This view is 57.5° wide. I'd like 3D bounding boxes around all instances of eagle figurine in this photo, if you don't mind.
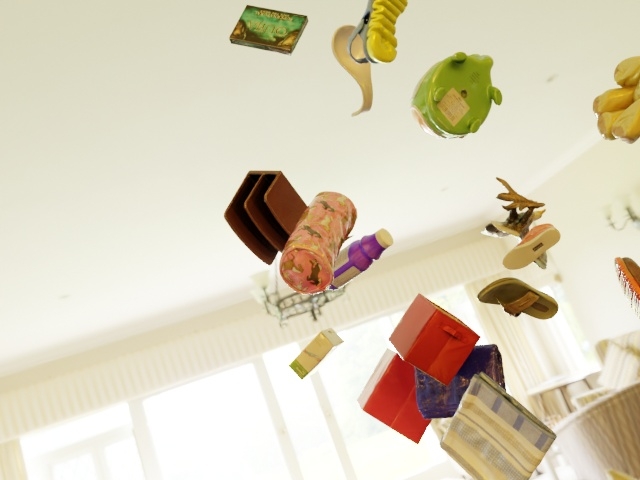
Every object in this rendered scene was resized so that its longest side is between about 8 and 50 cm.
[{"bbox_3d":[0.669,-0.037,1.964,0.225,0.226,0.298,-2,-43,7],"label":"eagle figurine"}]

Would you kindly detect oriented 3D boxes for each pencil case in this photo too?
[{"bbox_3d":[0.000,0.000,1.692,0.386,0.167,0.160,-62,-5,-58],"label":"pencil case"}]

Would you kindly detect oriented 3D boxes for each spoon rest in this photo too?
[{"bbox_3d":[0.111,-0.527,1.808,0.137,0.276,0.084,-23,18,-28],"label":"spoon rest"}]

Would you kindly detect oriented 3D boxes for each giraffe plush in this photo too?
[{"bbox_3d":[0.628,-0.248,1.043,0.171,0.181,0.210,21,-44,-13],"label":"giraffe plush"}]

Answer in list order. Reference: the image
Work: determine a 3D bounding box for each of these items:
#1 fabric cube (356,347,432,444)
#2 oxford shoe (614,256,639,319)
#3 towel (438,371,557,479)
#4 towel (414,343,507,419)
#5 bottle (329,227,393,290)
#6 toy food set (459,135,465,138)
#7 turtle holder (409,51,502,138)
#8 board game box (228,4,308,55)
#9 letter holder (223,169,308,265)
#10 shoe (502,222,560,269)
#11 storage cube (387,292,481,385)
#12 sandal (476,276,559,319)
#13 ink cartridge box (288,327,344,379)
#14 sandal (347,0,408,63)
[{"bbox_3d":[0.324,0.609,2.316,0.258,0.259,0.254,-58,-2,-8],"label":"fabric cube"},{"bbox_3d":[0.689,0.131,1.157,0.098,0.271,0.097,-29,-34,7],"label":"oxford shoe"},{"bbox_3d":[0.380,0.445,1.296,0.034,0.209,0.285,-24,-39,-36],"label":"towel"},{"bbox_3d":[0.457,0.470,1.943,0.308,0.227,0.076,-17,-22,35],"label":"towel"},{"bbox_3d":[0.119,0.059,1.942,0.283,0.092,0.118,-38,23,32],"label":"bottle"},{"bbox_3d":[0.489,-0.488,2.259,0.232,0.111,0.104,23,-24,-11],"label":"toy food set"},{"bbox_3d":[0.410,-0.474,1.844,0.244,0.320,0.227,15,-6,-22],"label":"turtle holder"},{"bbox_3d":[-0.141,-0.574,1.589,0.186,0.126,0.026,16,-21,16],"label":"board game box"},{"bbox_3d":[-0.161,-0.062,1.993,0.152,0.214,0.302,6,-33,38],"label":"letter holder"},{"bbox_3d":[0.599,0.017,1.671,0.178,0.063,0.081,-37,7,19],"label":"shoe"},{"bbox_3d":[0.361,0.314,1.879,0.193,0.184,0.215,-57,14,3],"label":"storage cube"},{"bbox_3d":[0.635,0.197,1.838,0.303,0.086,0.120,17,-50,-17],"label":"sandal"},{"bbox_3d":[-0.015,0.479,2.485,0.212,0.093,0.154,-49,-15,12],"label":"ink cartridge box"},{"bbox_3d":[0.150,-0.615,1.623,0.126,0.317,0.138,32,-27,-33],"label":"sandal"}]
